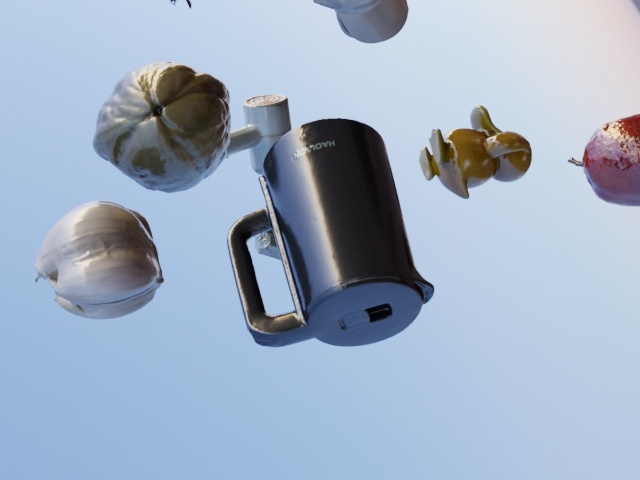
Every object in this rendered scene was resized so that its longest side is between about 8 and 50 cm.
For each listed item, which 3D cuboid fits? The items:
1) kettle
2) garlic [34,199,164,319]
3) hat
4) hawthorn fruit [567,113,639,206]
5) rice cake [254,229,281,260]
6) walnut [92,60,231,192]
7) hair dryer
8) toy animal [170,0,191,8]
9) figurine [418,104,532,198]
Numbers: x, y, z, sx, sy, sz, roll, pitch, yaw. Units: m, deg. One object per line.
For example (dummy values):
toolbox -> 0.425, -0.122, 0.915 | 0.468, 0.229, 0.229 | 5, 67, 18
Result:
kettle -> 0.006, -0.009, 1.547 | 0.262, 0.203, 0.308 | 1, -129, -18
garlic -> -0.372, 0.021, 1.677 | 0.281, 0.203, 0.184 | -119, 16, -60
hat -> 0.123, -0.576, 2.410 | 0.226, 0.219, 0.164 | 48, 173, -14
hawthorn fruit -> 0.636, -0.162, 2.114 | 0.205, 0.253, 0.205 | 14, -107, -54
rice cake -> -0.035, 0.017, 2.021 | 0.226, 0.040, 0.085 | 19, -137, -32
walnut -> -0.274, -0.202, 1.796 | 0.227, 0.283, 0.283 | 63, -157, 3
hair dryer -> -0.207, -0.205, 2.290 | 0.357, 0.108, 0.173 | -24, -65, -39
toy animal -> -0.319, -0.534, 2.252 | 0.084, 0.028, 0.050 | 31, -179, -7
figurine -> 0.361, -0.196, 2.360 | 0.215, 0.228, 0.215 | 49, 160, 25
